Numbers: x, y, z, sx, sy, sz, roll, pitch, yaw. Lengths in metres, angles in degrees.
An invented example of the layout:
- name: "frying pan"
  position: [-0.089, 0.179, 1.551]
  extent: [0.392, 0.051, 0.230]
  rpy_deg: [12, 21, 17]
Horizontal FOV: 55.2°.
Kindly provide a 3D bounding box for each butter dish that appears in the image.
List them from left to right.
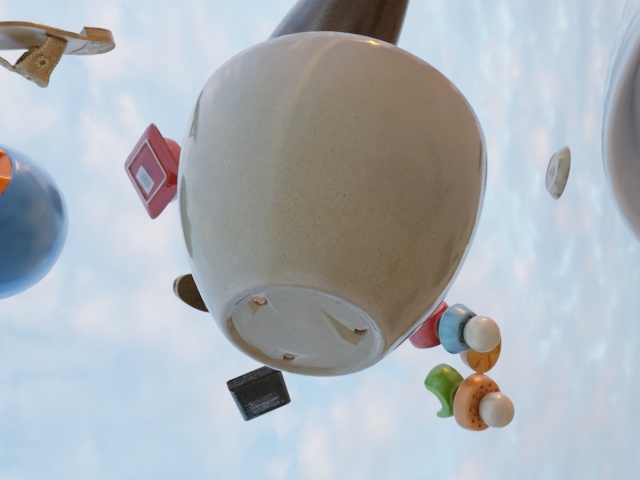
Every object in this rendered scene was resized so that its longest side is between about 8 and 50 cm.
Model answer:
- name: "butter dish"
  position: [-0.332, -0.152, 1.339]
  extent: [0.118, 0.160, 0.160]
  rpy_deg: [-14, -112, -51]

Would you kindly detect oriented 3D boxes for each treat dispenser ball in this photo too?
- name: "treat dispenser ball"
  position: [-0.604, -0.033, 1.092]
  extent: [0.288, 0.288, 0.288]
  rpy_deg: [-2, -87, -49]

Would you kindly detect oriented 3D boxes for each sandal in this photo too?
- name: "sandal"
  position: [-0.397, -0.262, 0.888]
  extent: [0.240, 0.088, 0.079]
  rpy_deg: [-21, -84, -49]

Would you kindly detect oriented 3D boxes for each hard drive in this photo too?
- name: "hard drive"
  position: [-0.106, 0.268, 1.080]
  extent: [0.094, 0.022, 0.135]
  rpy_deg: [-21, -37, -9]

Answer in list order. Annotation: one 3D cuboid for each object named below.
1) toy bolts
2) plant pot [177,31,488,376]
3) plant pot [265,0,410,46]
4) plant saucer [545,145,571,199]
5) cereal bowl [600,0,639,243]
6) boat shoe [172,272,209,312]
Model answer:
- name: "toy bolts"
  position: [0.283, 0.199, 1.083]
  extent: [0.218, 0.158, 0.228]
  rpy_deg: [-38, -67, -28]
- name: "plant pot"
  position: [0.000, 0.000, 0.521]
  extent: [0.284, 0.284, 0.191]
  rpy_deg: [51, -145, -37]
- name: "plant pot"
  position: [0.040, -0.331, 0.967]
  extent: [0.215, 0.215, 0.230]
  rpy_deg: [1, -50, -49]
- name: "plant saucer"
  position: [0.358, -0.104, 0.931]
  extent: [0.083, 0.015, 0.083]
  rpy_deg: [9, -90, -85]
- name: "cereal bowl"
  position: [0.313, -0.097, 0.282]
  extent: [0.339, 0.339, 0.141]
  rpy_deg: [52, -135, -36]
- name: "boat shoe"
  position: [-0.177, 0.088, 1.029]
  extent: [0.178, 0.060, 0.064]
  rpy_deg: [14, -96, -47]
